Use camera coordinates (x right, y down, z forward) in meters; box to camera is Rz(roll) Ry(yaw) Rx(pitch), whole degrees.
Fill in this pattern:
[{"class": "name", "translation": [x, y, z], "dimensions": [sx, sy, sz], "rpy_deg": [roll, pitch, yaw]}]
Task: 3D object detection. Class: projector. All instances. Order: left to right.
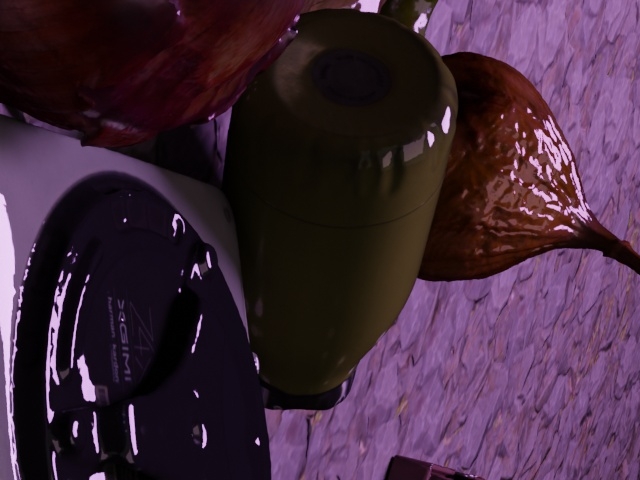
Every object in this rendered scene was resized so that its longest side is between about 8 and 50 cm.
[{"class": "projector", "translation": [-0.087, 0.089, 0.800], "dimensions": [0.259, 0.079, 0.257], "rpy_deg": [16, 65, -68]}]

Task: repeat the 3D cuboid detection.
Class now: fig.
[{"class": "fig", "translation": [0.130, -0.031, 1.170], "dimensions": [0.134, 0.201, 0.146], "rpy_deg": [-52, 160, -84]}]

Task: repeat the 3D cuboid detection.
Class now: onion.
[{"class": "onion", "translation": [-0.051, -0.146, 0.727], "dimensions": [0.230, 0.163, 0.230], "rpy_deg": [1, 90, -70]}]

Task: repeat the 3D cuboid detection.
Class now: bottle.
[{"class": "bottle", "translation": [0.000, 0.000, 0.995], "dimensions": [0.112, 0.112, 0.260], "rpy_deg": [-57, 166, -37]}]

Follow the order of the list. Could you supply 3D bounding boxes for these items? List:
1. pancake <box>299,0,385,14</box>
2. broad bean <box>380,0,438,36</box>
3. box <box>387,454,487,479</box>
[{"class": "pancake", "translation": [-0.003, -0.174, 0.983], "dimensions": [0.236, 0.042, 0.222], "rpy_deg": [28, 79, -67]}, {"class": "broad bean", "translation": [0.035, -0.099, 1.112], "dimensions": [0.053, 0.052, 0.256], "rpy_deg": [23, 81, -57]}, {"class": "box", "translation": [0.095, 0.288, 1.467], "dimensions": [0.215, 0.086, 0.215], "rpy_deg": [35, 71, -68]}]
